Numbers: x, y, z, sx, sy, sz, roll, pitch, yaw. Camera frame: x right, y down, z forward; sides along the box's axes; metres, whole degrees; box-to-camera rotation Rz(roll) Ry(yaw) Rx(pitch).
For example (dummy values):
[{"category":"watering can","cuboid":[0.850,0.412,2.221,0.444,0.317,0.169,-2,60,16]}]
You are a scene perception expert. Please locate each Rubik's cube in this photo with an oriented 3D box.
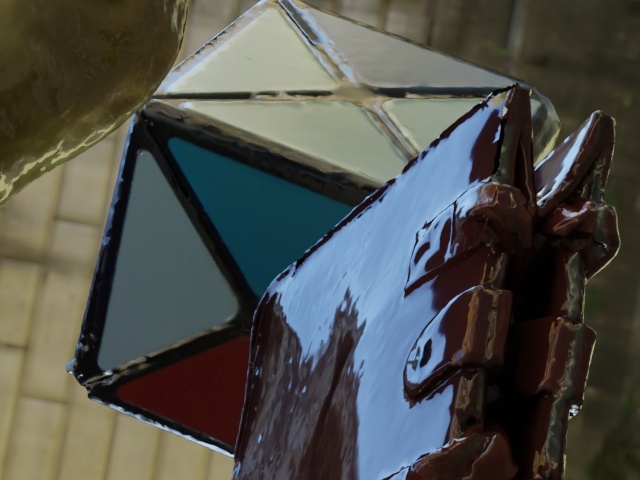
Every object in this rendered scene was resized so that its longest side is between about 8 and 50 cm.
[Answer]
[{"category":"Rubik's cube","cuboid":[0.001,0.000,1.332,0.246,0.250,0.248,-48,-23,-58]}]

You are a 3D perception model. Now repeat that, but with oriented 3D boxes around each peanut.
[{"category":"peanut","cuboid":[-0.194,-0.069,0.876,0.319,0.147,0.147,-40,-24,-31]}]

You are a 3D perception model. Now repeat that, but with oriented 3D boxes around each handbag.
[{"category":"handbag","cuboid":[0.031,0.094,0.826,0.275,0.084,0.260,135,152,-57]}]
